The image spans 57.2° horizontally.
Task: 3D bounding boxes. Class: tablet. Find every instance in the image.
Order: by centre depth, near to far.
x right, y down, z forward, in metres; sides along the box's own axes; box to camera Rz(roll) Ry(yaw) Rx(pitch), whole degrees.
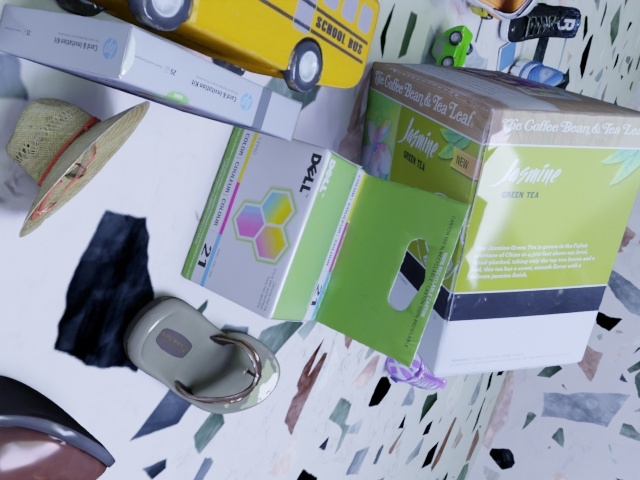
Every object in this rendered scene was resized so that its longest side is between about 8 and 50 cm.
[{"bbox_3d":[0.392,-0.389,1.236,0.083,0.006,0.054,-38,138,-39],"label":"tablet"}]

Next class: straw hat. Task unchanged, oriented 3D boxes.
[{"bbox_3d":[-0.202,-0.076,0.451,0.061,0.144,0.144,41,67,-13],"label":"straw hat"}]

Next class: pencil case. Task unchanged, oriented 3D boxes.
[{"bbox_3d":[0.217,0.282,1.296,0.086,0.088,0.206,-64,149,-4],"label":"pencil case"}]

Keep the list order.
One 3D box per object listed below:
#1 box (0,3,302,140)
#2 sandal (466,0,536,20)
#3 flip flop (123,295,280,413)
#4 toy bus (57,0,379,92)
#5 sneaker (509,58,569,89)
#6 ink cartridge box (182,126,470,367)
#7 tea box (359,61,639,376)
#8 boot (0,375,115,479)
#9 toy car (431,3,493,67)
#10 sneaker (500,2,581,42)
[{"bbox_3d":[-0.125,-0.128,0.464,0.186,0.145,0.038,8,100,-59],"label":"box"},{"bbox_3d":[0.304,-0.397,0.923,0.265,0.076,0.102,-23,127,-49],"label":"sandal"},{"bbox_3d":[-0.121,0.150,0.701,0.112,0.080,0.277,-59,147,-16],"label":"flip flop"},{"bbox_3d":[-0.075,-0.219,0.519,0.332,0.108,0.130,4,105,-58],"label":"toy bus"},{"bbox_3d":[0.455,-0.226,1.298,0.129,0.147,0.330,-7,115,-55],"label":"sneaker"},{"bbox_3d":[0.000,0.000,0.627,0.097,0.255,0.189,16,94,-59],"label":"ink cartridge box"},{"bbox_3d":[0.202,-0.051,0.787,0.220,0.329,0.324,-1,113,-17],"label":"tea box"},{"bbox_3d":[-0.319,0.236,0.435,0.280,0.096,0.264,-59,148,-14],"label":"boot"},{"bbox_3d":[0.227,-0.362,0.954,0.239,0.053,0.225,8,102,-58],"label":"toy car"},{"bbox_3d":[0.459,-0.446,1.194,0.217,0.121,0.079,-33,134,-44],"label":"sneaker"}]
